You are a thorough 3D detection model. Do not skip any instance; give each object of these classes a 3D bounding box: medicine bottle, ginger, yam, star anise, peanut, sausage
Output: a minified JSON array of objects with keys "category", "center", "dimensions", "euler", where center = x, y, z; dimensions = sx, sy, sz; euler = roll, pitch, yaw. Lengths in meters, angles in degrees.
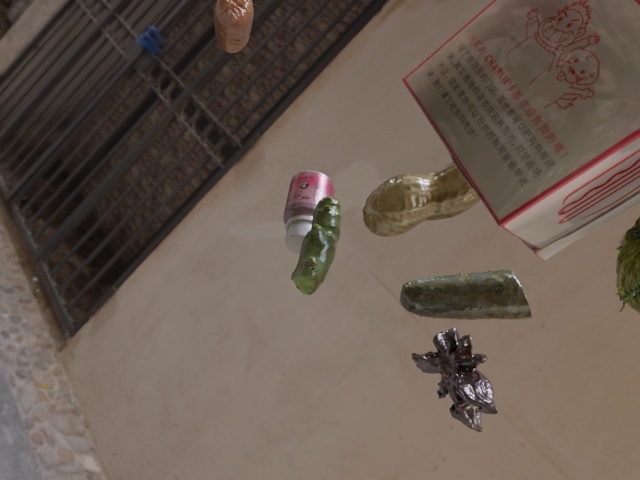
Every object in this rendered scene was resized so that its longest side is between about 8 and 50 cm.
[{"category":"medicine bottle","center":[-0.038,-0.084,1.523],"dimensions":[0.147,0.147,0.247],"euler":[41,44,-36]},{"category":"ginger","center":[0.000,0.004,1.200],"dimensions":[0.290,0.089,0.137],"euler":[-63,145,-54]},{"category":"yam","center":[0.372,0.142,1.311],"dimensions":[0.133,0.330,0.133],"euler":[-2,90,-81]},{"category":"star anise","center":[0.308,0.312,1.160],"dimensions":[0.110,0.198,0.257],"euler":[-6,42,-22]},{"category":"peanut","center":[0.235,-0.100,1.132],"dimensions":[0.136,0.298,0.120],"euler":[63,10,-56]},{"category":"sausage","center":[-0.197,-0.493,1.151],"dimensions":[0.086,0.086,0.289],"euler":[43,-1,-12]}]

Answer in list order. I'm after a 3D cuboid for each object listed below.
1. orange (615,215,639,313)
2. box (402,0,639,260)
[{"category":"orange","center":[0.742,0.040,1.011],"dimensions":[0.223,0.300,0.301],"euler":[33,34,-7]},{"category":"box","center":[0.366,-0.192,0.791],"dimensions":[0.300,0.312,0.314],"euler":[14,45,-54]}]
